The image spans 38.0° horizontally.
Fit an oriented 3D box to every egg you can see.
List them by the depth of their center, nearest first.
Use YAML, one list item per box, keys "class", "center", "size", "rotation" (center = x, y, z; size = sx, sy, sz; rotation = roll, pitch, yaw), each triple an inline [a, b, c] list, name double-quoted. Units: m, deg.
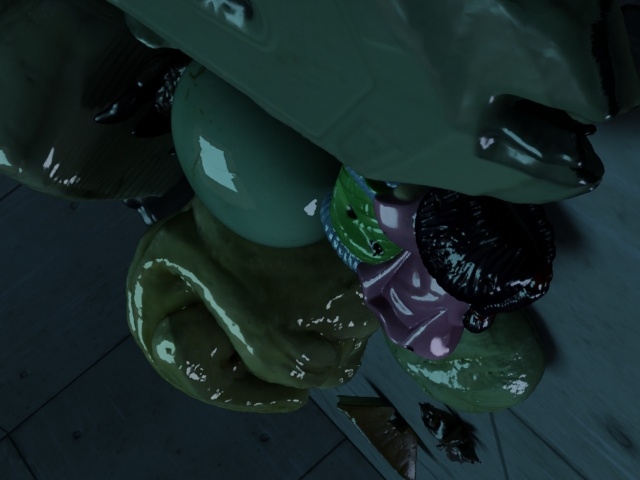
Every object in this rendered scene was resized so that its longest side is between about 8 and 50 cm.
- class: "egg"
  center: [-0.050, -0.090, 0.894]
  size: [0.168, 0.168, 0.231]
  rotation: [38, 168, 47]

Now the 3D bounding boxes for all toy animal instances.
- class: "toy animal"
  center: [-0.137, -0.177, 0.974]
  size: [0.116, 0.218, 0.180]
  rotation: [32, 119, 40]

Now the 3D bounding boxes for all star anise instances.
- class: "star anise"
  center: [0.215, 0.326, 1.502]
  size: [0.124, 0.056, 0.129]
  rotation: [38, 163, 45]

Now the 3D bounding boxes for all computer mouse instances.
- class: "computer mouse"
  center: [-0.006, -0.176, 0.539]
  size: [0.429, 0.145, 0.228]
  rotation: [34, 157, 18]

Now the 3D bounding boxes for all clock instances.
- class: "clock"
  center: [0.090, -0.011, 0.752]
  size: [0.194, 0.100, 0.195]
  rotation: [58, 152, 8]

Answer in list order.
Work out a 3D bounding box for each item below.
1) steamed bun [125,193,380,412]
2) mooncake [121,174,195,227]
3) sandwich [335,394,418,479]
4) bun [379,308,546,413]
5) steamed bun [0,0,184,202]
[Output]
- class: "steamed bun"
  center: [-0.061, 0.086, 1.121]
  size: [0.372, 0.324, 0.230]
  rotation: [86, 177, -68]
- class: "mooncake"
  center: [-0.246, -0.136, 1.415]
  size: [0.283, 0.141, 0.283]
  rotation: [59, -174, -11]
- class: "sandwich"
  center: [0.141, 0.408, 2.003]
  size: [0.244, 0.088, 0.090]
  rotation: [48, 178, -6]
- class: "bun"
  center: [0.129, 0.092, 0.932]
  size: [0.195, 0.118, 0.195]
  rotation: [51, 168, 15]
- class: "steamed bun"
  center: [-0.288, -0.186, 1.086]
  size: [0.236, 0.247, 0.383]
  rotation: [34, -169, 14]
